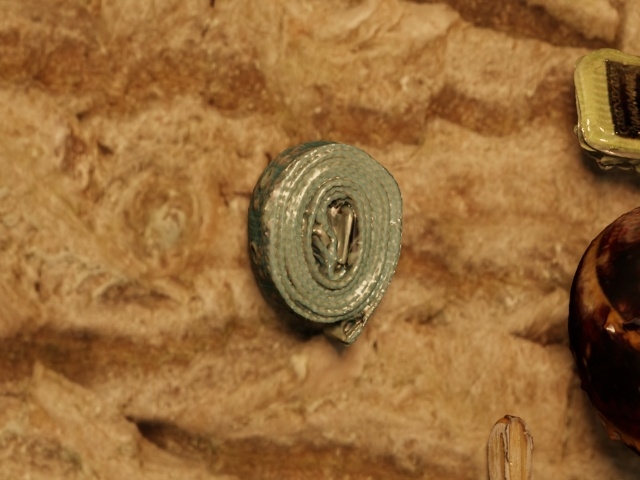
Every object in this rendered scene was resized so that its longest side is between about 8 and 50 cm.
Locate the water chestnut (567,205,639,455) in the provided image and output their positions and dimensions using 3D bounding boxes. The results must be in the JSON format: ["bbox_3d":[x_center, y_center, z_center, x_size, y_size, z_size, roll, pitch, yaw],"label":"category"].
[{"bbox_3d":[0.375,0.093,1.552,0.300,0.300,0.300,0,93,-7],"label":"water chestnut"}]

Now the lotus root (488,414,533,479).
[{"bbox_3d":[0.180,0.206,1.628,0.037,0.030,0.083,-5,97,-38],"label":"lotus root"}]

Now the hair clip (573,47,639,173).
[{"bbox_3d":[0.389,-0.108,1.607,0.321,0.091,0.138,2,64,-6],"label":"hair clip"}]

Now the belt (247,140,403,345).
[{"bbox_3d":[0.002,-0.009,1.571,0.148,0.082,0.163,32,85,-18],"label":"belt"}]
